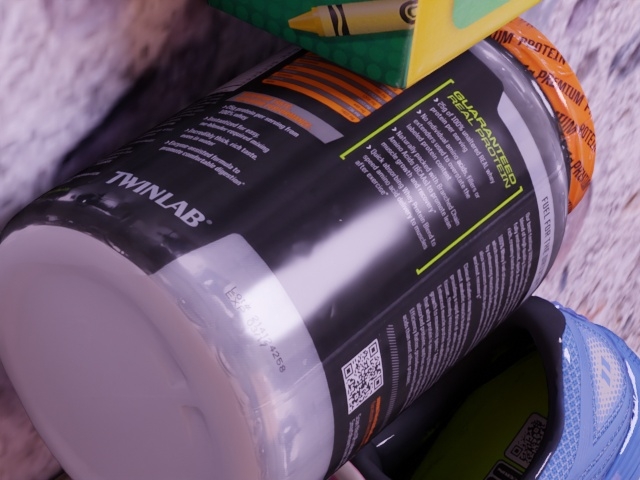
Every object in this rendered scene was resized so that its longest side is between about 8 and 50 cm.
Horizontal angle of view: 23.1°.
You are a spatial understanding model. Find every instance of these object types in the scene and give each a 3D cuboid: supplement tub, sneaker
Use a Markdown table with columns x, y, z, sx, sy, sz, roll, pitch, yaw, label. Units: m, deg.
| x | y | z | sx | sy | sz | roll | pitch | yaw | label |
| --- | --- | --- | --- | --- | --- | --- | --- | --- | --- |
| 0.000 | 0.000 | 0.495 | 0.190 | 0.117 | 0.117 | -36 | 143 | -39 | supplement tub |
| 0.033 | 0.164 | 0.728 | 0.330 | 0.129 | 0.147 | -59 | 138 | -12 | sneaker |

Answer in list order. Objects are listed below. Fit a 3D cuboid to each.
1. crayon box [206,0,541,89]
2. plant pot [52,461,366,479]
| x | y | z | sx | sy | sz | roll | pitch | yaw | label |
| --- | --- | --- | --- | --- | --- | --- | --- | --- | --- |
| 0.084 | -0.182 | 0.505 | 0.278 | 0.081 | 0.165 | -35 | 143 | -40 | crayon box |
| -0.031 | 0.173 | 0.542 | 0.201 | 0.201 | 0.180 | -35 | 128 | -40 | plant pot |
